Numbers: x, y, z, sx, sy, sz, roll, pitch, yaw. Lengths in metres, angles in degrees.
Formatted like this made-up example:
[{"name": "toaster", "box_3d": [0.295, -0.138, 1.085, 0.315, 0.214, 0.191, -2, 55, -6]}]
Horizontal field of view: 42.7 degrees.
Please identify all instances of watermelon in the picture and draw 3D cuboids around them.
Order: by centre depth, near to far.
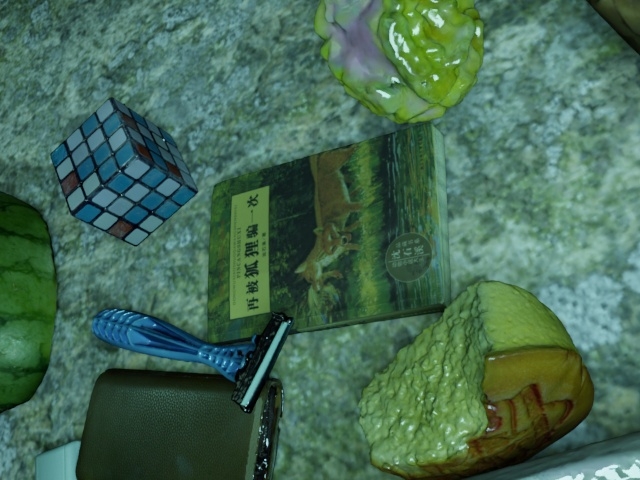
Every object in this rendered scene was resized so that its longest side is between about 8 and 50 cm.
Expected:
[{"name": "watermelon", "box_3d": [-0.447, 0.067, 0.870, 0.331, 0.189, 0.330, -9, 68, 24]}]

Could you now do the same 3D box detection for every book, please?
[{"name": "book", "box_3d": [0.000, 0.000, 0.702, 0.228, 0.024, 0.160, -12, 66, 28]}]

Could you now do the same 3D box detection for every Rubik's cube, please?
[{"name": "Rubik's cube", "box_3d": [-0.195, -0.067, 0.814, 0.092, 0.092, 0.092, -40, 54, 12]}]

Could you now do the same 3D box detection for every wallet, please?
[{"name": "wallet", "box_3d": [-0.125, 0.167, 0.705, 0.198, 0.031, 0.110, -3, 69, 32]}]

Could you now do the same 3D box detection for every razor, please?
[{"name": "razor", "box_3d": [-0.122, 0.091, 0.714, 0.253, 0.042, 0.082, 5, 63, 43]}]

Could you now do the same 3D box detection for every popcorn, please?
[{"name": "popcorn", "box_3d": [0.066, -0.165, 0.672, 0.145, 0.126, 0.125, 36, 107, 11]}]

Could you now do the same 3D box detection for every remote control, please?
[{"name": "remote control", "box_3d": [-0.231, 0.265, 0.733, 0.061, 0.029, 0.162, -25, 58, 24]}]

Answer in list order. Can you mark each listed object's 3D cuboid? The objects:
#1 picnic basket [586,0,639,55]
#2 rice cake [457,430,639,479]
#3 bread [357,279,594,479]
[{"name": "picnic basket", "box_3d": [0.245, -0.279, 0.481, 0.293, 0.337, 0.337, -32, 56, 18]}, {"name": "rice cake", "box_3d": [0.143, 0.152, 0.471, 0.399, 0.070, 0.064, -17, 69, 11]}, {"name": "bread", "box_3d": [0.108, 0.099, 0.526, 0.156, 0.125, 0.086, -54, 39, 35]}]
